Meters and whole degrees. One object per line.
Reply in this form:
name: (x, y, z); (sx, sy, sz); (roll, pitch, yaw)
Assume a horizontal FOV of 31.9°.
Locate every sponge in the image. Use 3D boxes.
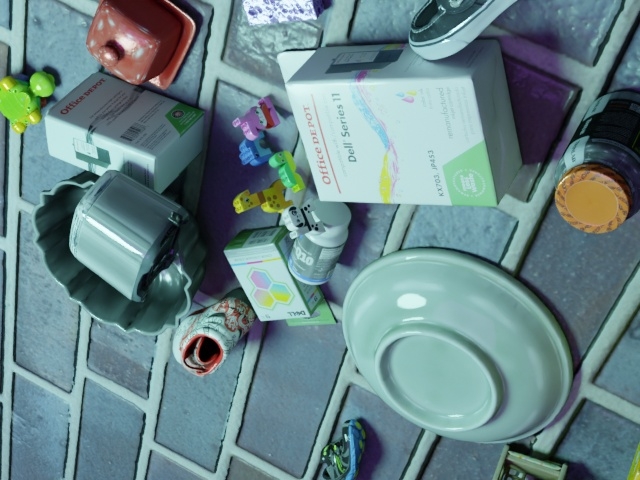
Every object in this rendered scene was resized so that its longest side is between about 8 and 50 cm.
sponge: (-0.074, -0.405, 1.558); (0.117, 0.031, 0.210); (2, 125, 30)

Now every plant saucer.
plant saucer: (0.203, 0.200, 1.819); (0.400, 0.100, 0.400); (16, 130, 20)

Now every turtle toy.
turtle toy: (-0.505, -0.247, 1.918); (0.130, 0.066, 0.095); (-21, 113, 40)

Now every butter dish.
butter dish: (-0.296, -0.304, 1.710); (0.160, 0.118, 0.160); (38, 135, 1)

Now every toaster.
toaster: (-0.300, -0.012, 1.740); (0.146, 0.129, 0.227); (32, 150, 1)

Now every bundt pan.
bundt pan: (-0.339, 0.003, 1.974); (0.331, 0.124, 0.331); (16, 131, 19)

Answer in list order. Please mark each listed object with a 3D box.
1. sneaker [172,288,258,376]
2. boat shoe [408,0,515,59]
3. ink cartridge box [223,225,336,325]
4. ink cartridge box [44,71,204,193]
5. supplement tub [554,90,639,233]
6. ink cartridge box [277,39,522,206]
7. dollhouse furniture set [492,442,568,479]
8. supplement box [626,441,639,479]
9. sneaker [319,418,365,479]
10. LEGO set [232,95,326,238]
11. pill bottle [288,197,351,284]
sneaker: (-0.224, 0.193, 2.038); (0.090, 0.145, 0.270); (45, 134, -8)
boat shoe: (0.186, -0.325, 1.373); (0.102, 0.108, 0.301); (27, 151, -22)
ink cartridge box: (-0.067, 0.079, 1.912); (0.109, 0.062, 0.209); (-7, 120, 34)
ink cartridge box: (-0.314, -0.173, 1.801); (0.208, 0.153, 0.087); (23, 134, 16)
supplement tub: (0.367, -0.098, 1.420); (0.117, 0.190, 0.117); (16, 130, 20)
ink cartridge box: (0.087, -0.163, 1.588); (0.353, 0.119, 0.207); (3, 126, 30)
dollhouse furniture set: (0.393, 0.441, 1.923); (0.182, 0.101, 0.161); (16, 156, 19)
supplement box: (0.533, 0.281, 1.502); (0.194, 0.356, 0.195); (19, 132, 17)
sneaker: (0.038, 0.403, 2.100); (0.078, 0.067, 0.188); (20, 135, 9)
LEGO set: (-0.091, -0.093, 1.725); (0.087, 0.093, 0.227); (-27, 85, 57)
pill bottle: (0.000, 0.000, 1.798); (0.078, 0.078, 0.137); (29, 134, 9)
